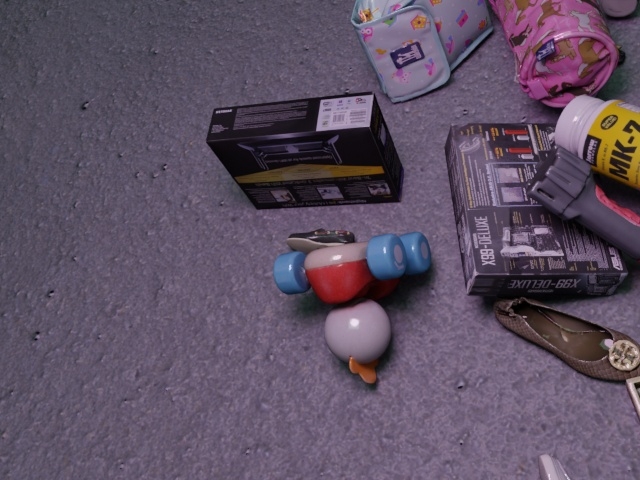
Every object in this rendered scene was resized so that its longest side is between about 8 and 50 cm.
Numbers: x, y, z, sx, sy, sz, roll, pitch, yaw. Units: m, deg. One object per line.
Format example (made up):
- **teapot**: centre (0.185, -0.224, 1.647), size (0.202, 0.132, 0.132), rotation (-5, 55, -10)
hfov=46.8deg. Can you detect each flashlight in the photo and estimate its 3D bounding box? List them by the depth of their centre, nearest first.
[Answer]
- **flashlight**: centre (0.463, -0.036, 1.122), size (0.304, 0.103, 0.103), rotation (34, 114, -4)

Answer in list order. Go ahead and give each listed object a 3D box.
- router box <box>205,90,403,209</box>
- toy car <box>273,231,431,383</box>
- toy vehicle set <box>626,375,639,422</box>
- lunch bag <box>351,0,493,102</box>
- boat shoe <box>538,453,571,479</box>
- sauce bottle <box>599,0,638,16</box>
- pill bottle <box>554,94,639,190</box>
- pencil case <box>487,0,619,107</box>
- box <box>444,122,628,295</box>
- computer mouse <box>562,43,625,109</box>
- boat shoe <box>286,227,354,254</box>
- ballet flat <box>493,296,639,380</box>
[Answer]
- **router box**: centre (-0.021, -0.157, 1.378), size (0.309, 0.243, 0.080), rotation (-2, 61, 19)
- **toy car**: centre (0.069, 0.120, 1.252), size (0.219, 0.210, 0.237), rotation (-11, 87, 29)
- **toy vehicle set**: centre (0.556, 0.300, 1.023), size (0.166, 0.035, 0.266), rotation (-17, 57, 10)
- **lunch bag**: centre (0.194, -0.429, 1.467), size (0.262, 0.223, 0.160), rotation (-46, 49, -9)
- **boat shoe**: centre (0.364, 0.384, 1.032), size (0.063, 0.066, 0.184), rotation (-18, 55, -3)
- **sauce bottle**: centre (0.620, -0.598, 1.478), size (0.112, 0.111, 0.344), rotation (10, 67, 25)
- **pill bottle**: centre (0.483, -0.150, 1.157), size (0.119, 0.119, 0.208), rotation (-47, 47, -9)
- **pencil case**: centre (0.419, -0.424, 1.392), size (0.167, 0.160, 0.386), rotation (8, 47, -13)
- **box**: centre (0.349, -0.057, 1.236), size (0.243, 0.076, 0.307), rotation (-1, 59, -3)
- **computer mouse**: centre (0.496, -0.305, 1.396), size (0.106, 0.042, 0.193), rotation (22, 65, 25)
- **boat shoe**: centre (0.000, 0.001, 1.397), size (0.133, 0.049, 0.042), rotation (3, 57, 20)
- **ballet flat**: centre (0.387, 0.145, 1.162), size (0.250, 0.058, 0.084), rotation (26, 72, 31)
